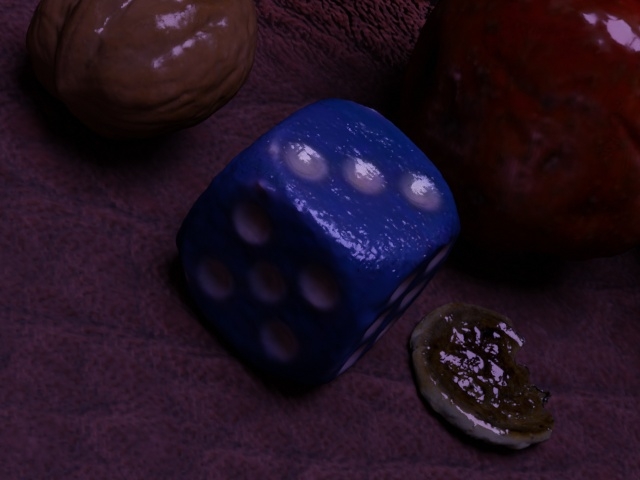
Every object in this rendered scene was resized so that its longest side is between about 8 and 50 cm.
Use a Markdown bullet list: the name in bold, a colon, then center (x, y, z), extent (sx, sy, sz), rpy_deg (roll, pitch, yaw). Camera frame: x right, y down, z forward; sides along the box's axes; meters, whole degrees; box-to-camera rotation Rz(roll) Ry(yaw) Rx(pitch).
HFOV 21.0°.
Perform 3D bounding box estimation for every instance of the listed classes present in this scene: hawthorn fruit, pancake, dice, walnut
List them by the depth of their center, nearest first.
- **dice**: center (0.000, 0.000, 1.184), extent (0.146, 0.143, 0.146), rpy_deg (43, 42, 9)
- **walnut**: center (-0.122, -0.141, 1.222), extent (0.167, 0.149, 0.166), rpy_deg (-3, 42, 3)
- **pancake**: center (0.119, 0.100, 1.275), extent (0.116, 0.022, 0.129), rpy_deg (-3, 52, -38)
- **hawthorn fruit**: center (0.189, -0.113, 1.342), extent (0.258, 0.262, 0.258), rpy_deg (32, 41, -33)
